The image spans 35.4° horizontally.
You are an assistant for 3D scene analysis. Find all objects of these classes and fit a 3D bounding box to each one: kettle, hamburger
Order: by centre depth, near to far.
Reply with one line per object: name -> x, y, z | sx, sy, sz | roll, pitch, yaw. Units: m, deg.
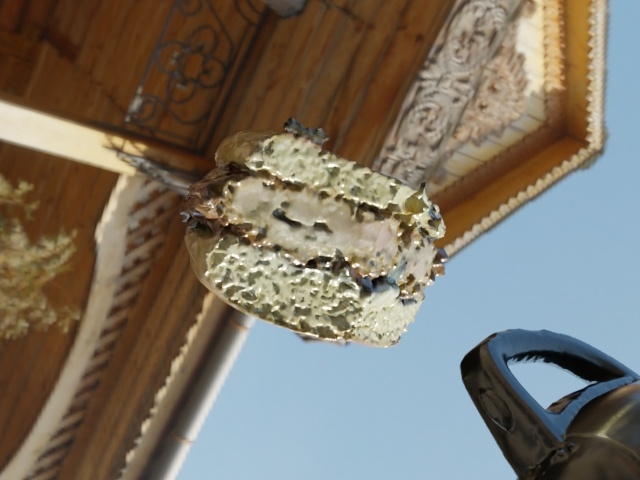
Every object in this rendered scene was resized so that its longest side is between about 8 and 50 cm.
kettle -> 0.247, 0.180, 0.763 | 0.207, 0.271, 0.251 | -15, -102, 41
hamburger -> 0.000, 0.000, 0.867 | 0.156, 0.282, 0.245 | -70, -162, -1
